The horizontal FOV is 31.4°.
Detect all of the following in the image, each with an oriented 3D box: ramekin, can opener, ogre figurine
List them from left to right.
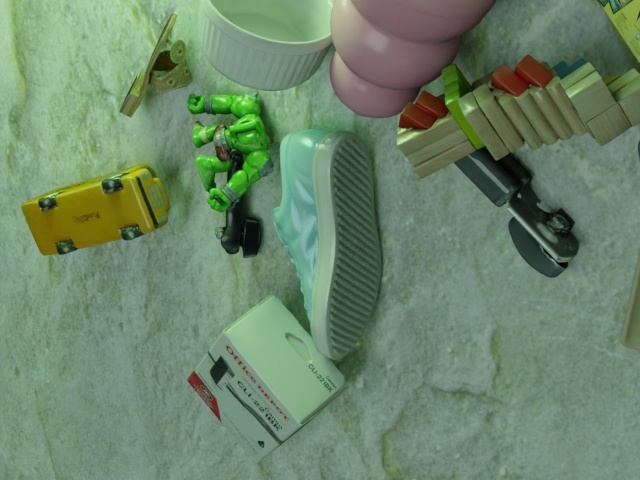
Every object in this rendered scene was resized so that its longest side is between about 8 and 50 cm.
[{"bbox_3d":[-0.138,-0.150,1.783,0.118,0.197,0.097,-17,142,14],"label":"ogre figurine"},{"bbox_3d":[-0.140,-0.060,1.882,0.059,0.073,0.186,-131,37,-63],"label":"can opener"},{"bbox_3d":[-0.077,-0.307,1.616,0.207,0.207,0.109,40,139,15],"label":"ramekin"},{"bbox_3d":[0.242,-0.065,1.575,0.283,0.076,0.095,46,130,11],"label":"can opener"}]

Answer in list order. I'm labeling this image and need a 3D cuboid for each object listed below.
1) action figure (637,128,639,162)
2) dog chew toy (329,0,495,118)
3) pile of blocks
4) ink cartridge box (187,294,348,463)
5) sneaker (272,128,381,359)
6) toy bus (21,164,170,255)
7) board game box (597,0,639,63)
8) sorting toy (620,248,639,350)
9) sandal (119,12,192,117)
[{"bbox_3d":[0.552,-0.074,1.267,0.370,0.248,0.276,-5,145,13],"label":"action figure"},{"bbox_3d":[0.106,-0.294,1.492,0.206,0.206,0.332,39,137,15],"label":"dog chew toy"},{"bbox_3d":[0.233,-0.186,1.400,0.362,0.149,0.112,-8,135,40],"label":"pile of blocks"},{"bbox_3d":[-0.093,0.235,1.888,0.197,0.114,0.273,50,150,6],"label":"ink cartridge box"},{"bbox_3d":[0.000,0.000,1.762,0.150,0.135,0.366,16,112,40],"label":"sneaker"},{"bbox_3d":[-0.389,-0.054,2.008,0.333,0.130,0.108,-11,103,39],"label":"toy bus"},{"bbox_3d":[0.392,-0.314,1.300,0.165,0.042,0.243,-50,53,40],"label":"board game box"},{"bbox_3d":[0.505,0.096,1.481,0.208,0.038,0.193,20,122,28],"label":"sorting toy"},{"bbox_3d":[-0.249,-0.273,1.855,0.079,0.088,0.240,26,139,-15],"label":"sandal"}]
